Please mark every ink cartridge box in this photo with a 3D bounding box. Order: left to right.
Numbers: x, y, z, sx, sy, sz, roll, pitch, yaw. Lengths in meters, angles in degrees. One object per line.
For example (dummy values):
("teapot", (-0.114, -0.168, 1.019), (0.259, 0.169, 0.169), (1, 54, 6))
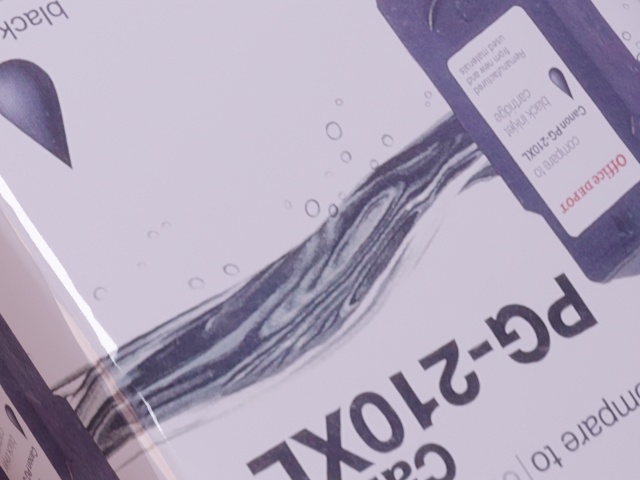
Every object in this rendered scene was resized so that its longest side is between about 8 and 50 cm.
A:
("ink cartridge box", (0.000, 0.000, 0.403), (0.237, 0.172, 0.100), (56, 149, 9))
